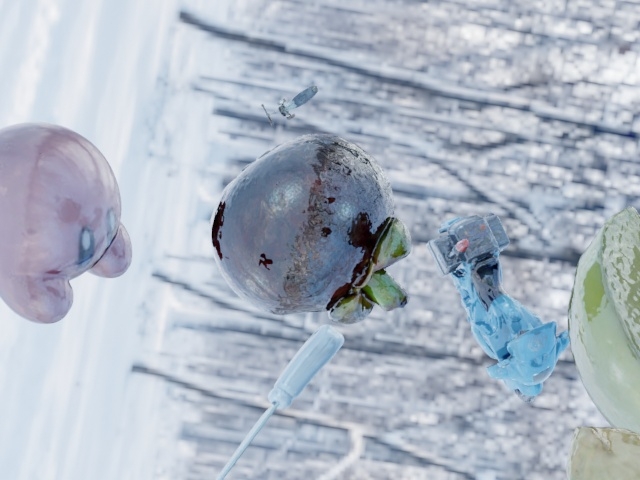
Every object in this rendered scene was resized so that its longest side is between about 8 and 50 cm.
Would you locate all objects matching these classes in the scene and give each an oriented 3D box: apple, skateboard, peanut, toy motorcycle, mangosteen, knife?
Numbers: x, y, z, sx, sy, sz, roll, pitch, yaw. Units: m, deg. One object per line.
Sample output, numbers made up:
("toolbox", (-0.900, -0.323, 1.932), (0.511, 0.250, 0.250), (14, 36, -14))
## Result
("apple", (0.397, 0.089, 1.410), (0.257, 0.295, 0.233), (52, -15, 26))
("skateboard", (-0.043, -0.181, 1.823), (0.064, 0.032, 0.083), (-38, -167, -24))
("peanut", (0.248, 0.200, 0.953), (0.083, 0.194, 0.093), (-52, 147, 12))
("toy motorcycle", (0.237, 0.087, 1.827), (0.272, 0.124, 0.182), (65, -14, 7))
("mangosteen", (-0.012, -0.003, 1.500), (0.216, 0.216, 0.216), (-171, -90, -86))
("knife", (-0.080, 0.253, 1.951), (0.331, 0.044, 0.080), (-51, -175, -17))

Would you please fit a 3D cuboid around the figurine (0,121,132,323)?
("figurine", (-0.380, -0.052, 1.757), (0.270, 0.261, 0.211), (-38, 150, -47))
